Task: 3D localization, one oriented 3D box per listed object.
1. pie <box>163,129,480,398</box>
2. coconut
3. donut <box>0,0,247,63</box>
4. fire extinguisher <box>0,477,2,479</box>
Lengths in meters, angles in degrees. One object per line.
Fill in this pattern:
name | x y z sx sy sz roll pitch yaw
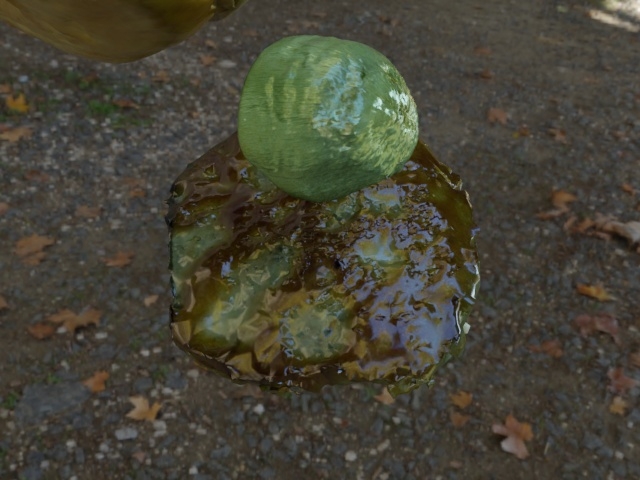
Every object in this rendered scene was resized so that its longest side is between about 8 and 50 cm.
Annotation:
pie | 0.000 0.000 0.669 0.288 0.103 0.355 -14 52 2
coconut | 0.000 -0.062 0.361 0.096 0.088 0.087 11 26 43
donut | -0.221 -0.267 0.427 0.448 0.198 0.449 27 0 0
fire extinguisher | -0.082 0.199 0.166 0.105 0.141 0.341 18 20 -43
